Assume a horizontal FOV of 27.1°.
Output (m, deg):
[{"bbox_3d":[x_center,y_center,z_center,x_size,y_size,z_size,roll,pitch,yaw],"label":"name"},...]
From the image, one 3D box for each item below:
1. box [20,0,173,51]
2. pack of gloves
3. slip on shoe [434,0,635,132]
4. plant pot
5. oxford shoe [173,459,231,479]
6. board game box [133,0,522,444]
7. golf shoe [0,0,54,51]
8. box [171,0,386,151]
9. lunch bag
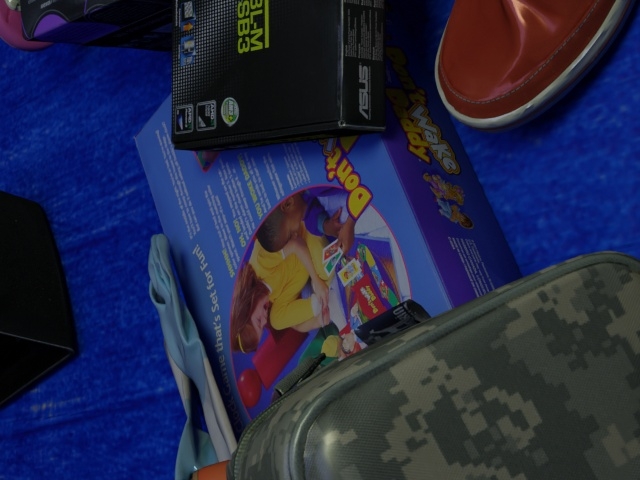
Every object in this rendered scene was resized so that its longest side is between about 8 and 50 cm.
[{"bbox_3d":[-0.149,-0.301,1.060,0.165,0.143,0.270,-8,87,49],"label":"box"},{"bbox_3d":[-0.103,0.122,0.966,0.195,0.046,0.232,90,161,-52],"label":"pack of gloves"},{"bbox_3d":[0.143,-0.215,0.757,0.123,0.101,0.331,48,122,40],"label":"slip on shoe"},{"bbox_3d":[-0.357,0.043,1.268,0.187,0.188,0.167,-34,49,43],"label":"plant pot"},{"bbox_3d":[-0.060,0.257,0.756,0.097,0.098,0.271,-107,4,-77],"label":"oxford shoe"},{"bbox_3d":[0.000,0.000,0.917,0.233,0.078,0.347,-44,54,37],"label":"board game box"},{"bbox_3d":[-0.276,-0.315,1.276,0.140,0.115,0.306,-24,61,58],"label":"golf shoe"},{"bbox_3d":[-0.032,-0.158,0.874,0.184,0.045,0.191,-1,88,52],"label":"box"},{"bbox_3d":[0.088,0.175,0.641,0.305,0.212,0.256,61,159,5],"label":"lunch bag"}]
